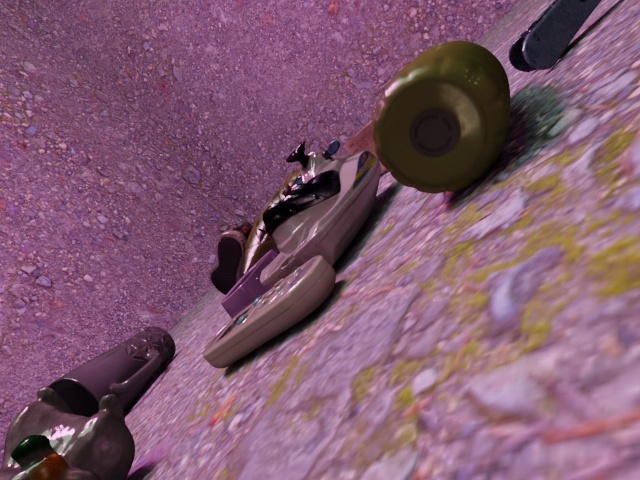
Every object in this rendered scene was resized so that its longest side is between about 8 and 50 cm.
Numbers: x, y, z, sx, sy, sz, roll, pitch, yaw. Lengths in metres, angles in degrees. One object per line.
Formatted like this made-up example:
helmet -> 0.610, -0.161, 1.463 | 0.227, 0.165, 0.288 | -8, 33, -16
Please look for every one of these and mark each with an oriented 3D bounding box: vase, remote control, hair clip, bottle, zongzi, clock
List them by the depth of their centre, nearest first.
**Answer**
bottle -> 0.131, -0.140, 0.490 | 0.112, 0.112, 0.260 | -39, 8, 33
hair clip -> 0.317, -0.305, 0.527 | 0.275, 0.048, 0.083 | -51, 1, 18
remote control -> -0.060, 0.085, 0.538 | 0.221, 0.042, 0.078 | -39, 9, 40
clock -> -0.115, 0.083, 0.828 | 0.110, 0.050, 0.153 | -40, 8, 30
vase -> -0.456, 0.310, 1.127 | 0.250, 0.156, 0.301 | -23, 10, 26
zongzi -> -0.081, -0.054, 1.176 | 0.251, 0.125, 0.274 | -49, 7, 27

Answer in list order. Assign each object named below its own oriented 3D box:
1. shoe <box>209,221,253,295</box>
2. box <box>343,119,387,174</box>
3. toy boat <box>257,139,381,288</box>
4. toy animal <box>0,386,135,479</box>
shoe -> -0.223, 0.049, 1.297 | 0.112, 0.099, 0.228 | -53, -14, -47
box -> 0.165, -0.228, 0.906 | 0.168, 0.095, 0.212 | -49, 9, -25
toy boat -> -0.001, -0.051, 0.664 | 0.140, 0.140, 0.270 | -38, 23, 39
toy animal -> -0.255, 0.259, 0.422 | 0.125, 0.127, 0.251 | -27, 28, 26
